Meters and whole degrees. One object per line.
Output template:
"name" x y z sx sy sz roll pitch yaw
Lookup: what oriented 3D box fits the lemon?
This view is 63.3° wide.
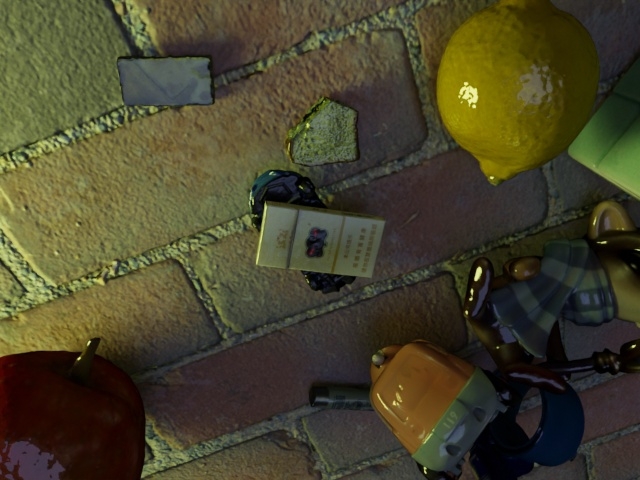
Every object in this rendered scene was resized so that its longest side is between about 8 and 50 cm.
"lemon" 0.237 -0.187 0.641 0.186 0.187 0.244 -10 122 -5

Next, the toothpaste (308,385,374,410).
"toothpaste" 0.097 0.295 0.963 0.239 0.039 0.062 8 121 -16

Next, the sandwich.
"sandwich" 0.002 -0.145 0.706 0.104 0.036 0.093 -11 121 -2

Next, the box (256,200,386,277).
"box" 0.000 0.000 0.719 0.166 0.024 0.090 7 112 -12

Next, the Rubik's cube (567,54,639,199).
"Rubik's cube" 0.598 -0.125 0.660 0.318 0.322 0.316 26 110 -21

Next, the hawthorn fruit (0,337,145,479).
"hawthorn fruit" -0.379 0.270 0.741 0.287 0.287 0.330 22 105 -20

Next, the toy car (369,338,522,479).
"toy car" 0.181 0.255 0.846 0.180 0.212 0.270 -52 156 -2

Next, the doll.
"doll" 0.399 0.107 0.816 0.339 0.209 0.318 -26 123 2

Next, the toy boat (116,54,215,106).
"toy boat" -0.192 -0.200 0.653 0.115 0.016 0.063 -2 119 -8

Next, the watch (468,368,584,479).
"watch" 0.368 0.335 0.948 0.171 0.196 0.200 17 122 -29

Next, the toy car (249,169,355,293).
"toy car" -0.018 -0.015 0.759 0.103 0.063 0.216 -37 112 9
